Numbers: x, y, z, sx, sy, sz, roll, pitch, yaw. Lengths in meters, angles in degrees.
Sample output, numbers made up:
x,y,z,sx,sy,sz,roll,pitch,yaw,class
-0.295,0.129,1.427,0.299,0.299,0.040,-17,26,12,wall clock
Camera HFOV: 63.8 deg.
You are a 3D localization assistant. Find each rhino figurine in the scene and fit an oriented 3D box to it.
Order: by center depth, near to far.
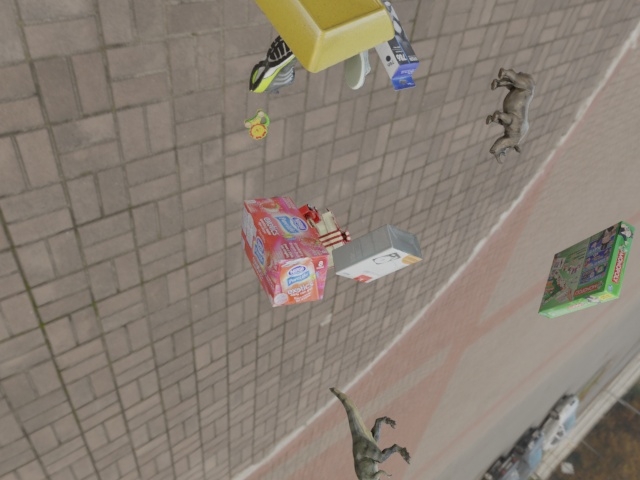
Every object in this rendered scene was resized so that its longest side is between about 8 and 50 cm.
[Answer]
x,y,z,sx,sy,sz,roll,pitch,yaw,class
0.492,-0.317,1.333,0.106,0.073,0.243,2,107,-4,rhino figurine

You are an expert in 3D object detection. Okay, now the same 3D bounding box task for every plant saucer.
x,y,z,sx,sy,sz,roll,pitch,yaw,class
0.011,-0.642,1.357,0.333,0.332,0.081,-33,175,-28,plant saucer

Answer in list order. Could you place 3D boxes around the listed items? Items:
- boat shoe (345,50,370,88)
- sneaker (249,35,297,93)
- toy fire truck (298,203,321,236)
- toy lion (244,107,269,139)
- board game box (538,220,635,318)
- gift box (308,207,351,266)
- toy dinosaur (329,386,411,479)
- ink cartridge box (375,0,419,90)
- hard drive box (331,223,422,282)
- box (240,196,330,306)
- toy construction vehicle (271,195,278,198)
x,y,z,sx,sy,sz,roll,pitch,yaw,class
0.135,-0.604,1.748,0.081,0.227,0.079,19,150,-39,boat shoe
-0.128,-0.601,1.764,0.121,0.111,0.300,4,161,-38,sneaker
-0.032,-0.065,1.905,0.047,0.135,0.192,-28,170,13,toy fire truck
-0.233,-0.431,1.933,0.100,0.034,0.096,-36,131,11,toy lion
0.750,0.094,1.472,0.317,0.046,0.213,113,1,-71,board game box
0.000,0.000,2.255,0.258,0.276,0.255,-19,178,3,gift box
0.110,0.419,1.057,0.118,0.268,0.064,-11,153,-11,toy dinosaur
0.267,-0.725,1.906,0.065,0.332,0.165,-24,-176,43,ink cartridge box
0.184,0.047,1.687,0.232,0.089,0.181,-27,150,35,hard drive box
-0.088,0.018,1.172,0.123,0.257,0.128,-7,126,-24,box
-0.165,-0.081,1.579,0.098,0.086,0.035,-22,171,11,toy construction vehicle
